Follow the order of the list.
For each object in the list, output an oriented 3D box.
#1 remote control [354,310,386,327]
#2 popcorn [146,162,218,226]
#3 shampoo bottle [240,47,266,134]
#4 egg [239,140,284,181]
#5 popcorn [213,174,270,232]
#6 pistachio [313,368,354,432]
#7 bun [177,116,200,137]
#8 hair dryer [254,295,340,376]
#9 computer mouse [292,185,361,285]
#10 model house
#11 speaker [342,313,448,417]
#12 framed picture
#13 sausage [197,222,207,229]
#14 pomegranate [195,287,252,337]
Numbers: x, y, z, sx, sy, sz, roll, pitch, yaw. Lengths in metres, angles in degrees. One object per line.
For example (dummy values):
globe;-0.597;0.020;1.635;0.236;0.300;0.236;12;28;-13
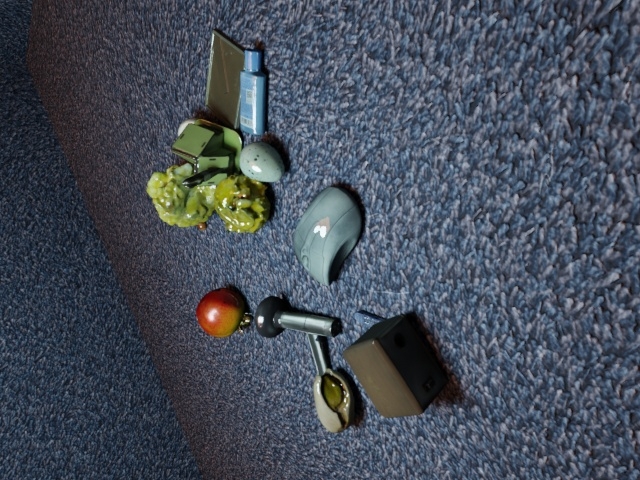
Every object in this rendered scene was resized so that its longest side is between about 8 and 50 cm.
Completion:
remote control;0.169;0.250;1.407;0.153;0.027;0.043;17;113;42
popcorn;-0.564;-0.189;1.864;0.237;0.293;0.292;52;142;46
shampoo bottle;-0.217;-0.477;1.477;0.104;0.061;0.258;31;129;37
egg;-0.190;-0.249;1.500;0.164;0.131;0.131;42;134;24
popcorn;-0.275;-0.130;1.610;0.218;0.169;0.189;51;138;-4
pistachio;0.045;0.559;1.602;0.153;0.138;0.237;19;126;56
bun;-0.475;-0.417;1.778;0.138;0.094;0.138;8;129;9
hair dryer;-0.077;0.373;1.652;0.321;0.156;0.283;13;106;36
computer mouse;0.000;0.000;1.416;0.188;0.122;0.370;47;140;25
model house;-0.440;-0.284;1.612;0.219;0.279;0.204;23;127;18
speaker;0.206;0.353;1.292;0.230;0.153;0.193;57;141;3
framed picture;-0.332;-0.554;1.608;0.213;0.016;0.289;43;135;27
sausage;-0.546;-0.104;2.042;0.041;0.039;0.131;-38;79;42
pomegranate;-0.413;0.314;1.963;0.235;0.210;0.210;25;133;-1
